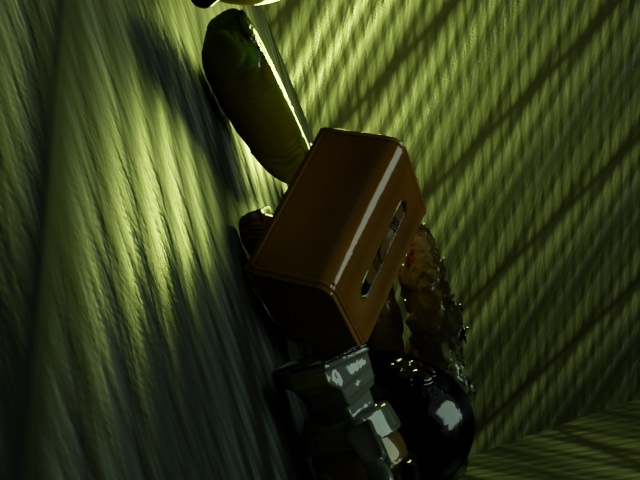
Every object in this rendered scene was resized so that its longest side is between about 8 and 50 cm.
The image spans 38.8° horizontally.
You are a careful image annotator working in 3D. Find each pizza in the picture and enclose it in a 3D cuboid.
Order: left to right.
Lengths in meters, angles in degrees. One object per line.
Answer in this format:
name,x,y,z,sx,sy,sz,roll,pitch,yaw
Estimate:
pizza,0.182,0.144,1.494,0.223,0.090,0.323,-105,-178,-60

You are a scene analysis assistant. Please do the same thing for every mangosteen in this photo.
mangosteen,0.121,0.292,1.359,0.243,0.243,0.242,-20,90,-84

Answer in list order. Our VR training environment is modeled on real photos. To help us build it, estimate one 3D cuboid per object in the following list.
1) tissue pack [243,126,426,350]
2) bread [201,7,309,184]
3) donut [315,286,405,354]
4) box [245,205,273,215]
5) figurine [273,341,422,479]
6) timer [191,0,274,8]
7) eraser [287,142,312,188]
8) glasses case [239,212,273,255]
tissue pack,0.034,0.002,1.341,0.274,0.145,0.194,-63,149,-27
bread,-0.112,-0.238,1.607,0.383,0.112,0.166,61,6,-58
donut,0.069,0.148,1.571,0.299,0.150,0.317,71,11,-64
box,-0.067,0.039,1.476,0.121,0.030,0.193,-48,118,-83
figurine,0.047,0.275,1.153,0.308,0.143,0.308,-23,90,-85
timer,-0.135,-0.539,1.444,0.387,0.376,0.376,-65,136,-66
eraser,0.000,-0.001,1.896,0.396,0.082,0.213,-105,177,-48
glasses case,-0.056,0.002,1.382,0.194,0.049,0.073,16,58,-64
